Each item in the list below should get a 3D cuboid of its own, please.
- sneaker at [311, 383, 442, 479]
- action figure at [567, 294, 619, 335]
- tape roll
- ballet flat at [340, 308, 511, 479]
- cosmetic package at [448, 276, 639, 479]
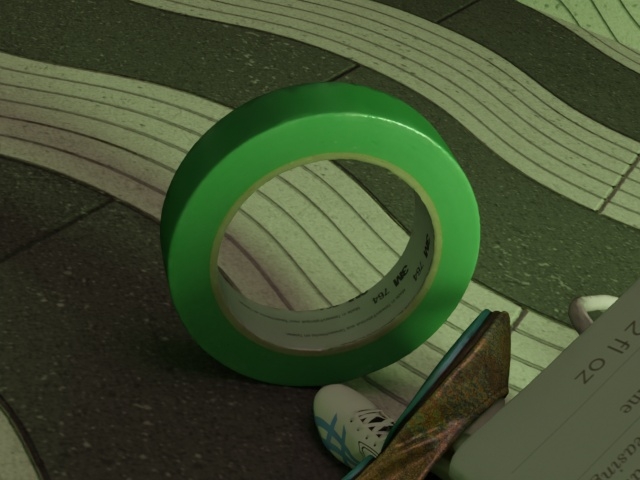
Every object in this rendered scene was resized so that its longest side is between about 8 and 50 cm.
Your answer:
[{"bbox_3d":[0.073,0.205,1.256,0.085,0.086,0.237,-5,33,-34],"label":"sneaker"},{"bbox_3d":[0.406,0.221,1.248,0.370,0.276,0.248,19,17,34],"label":"action figure"},{"bbox_3d":[0.000,0.000,1.333,0.321,0.321,0.077,8,28,-19],"label":"tape roll"},{"bbox_3d":[0.083,0.206,1.122,0.123,0.123,0.348,32,59,26],"label":"ballet flat"},{"bbox_3d":[0.372,0.220,0.890,0.329,0.327,0.393,-42,32,-14],"label":"cosmetic package"}]
